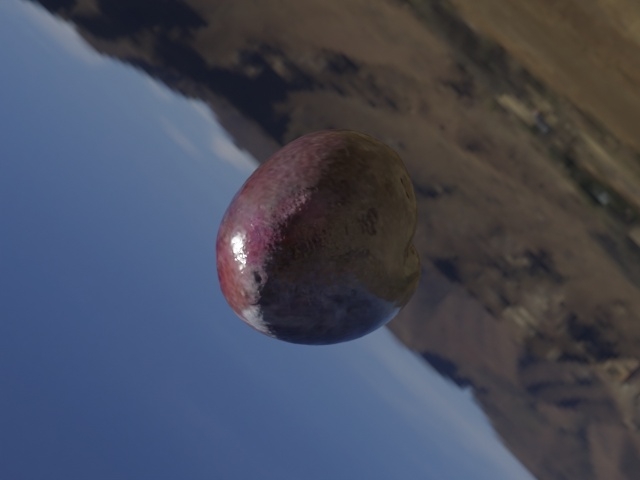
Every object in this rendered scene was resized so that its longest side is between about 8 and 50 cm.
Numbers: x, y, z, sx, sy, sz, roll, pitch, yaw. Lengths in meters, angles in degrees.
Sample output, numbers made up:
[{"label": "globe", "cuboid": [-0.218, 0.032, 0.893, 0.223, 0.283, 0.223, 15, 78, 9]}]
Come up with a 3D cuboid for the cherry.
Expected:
[{"label": "cherry", "cuboid": [-0.001, 0.004, 1.151, 0.176, 0.176, 0.140, 40, -178, -43]}]
